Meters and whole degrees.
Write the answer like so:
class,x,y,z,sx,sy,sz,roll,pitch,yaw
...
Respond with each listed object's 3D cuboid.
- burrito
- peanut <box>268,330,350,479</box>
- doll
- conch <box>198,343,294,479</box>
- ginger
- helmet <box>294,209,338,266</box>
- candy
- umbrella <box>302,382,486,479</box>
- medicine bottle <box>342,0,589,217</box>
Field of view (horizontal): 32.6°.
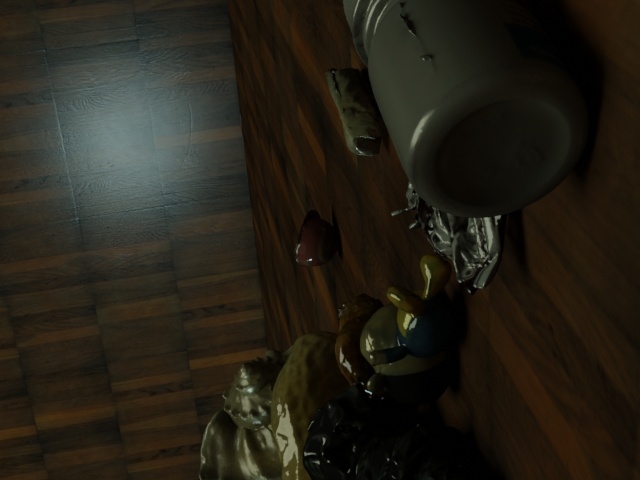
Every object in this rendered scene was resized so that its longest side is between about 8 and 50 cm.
class,x,y,z,sx,sy,sz,roll,pitch,yaw
burrito,0.035,-0.144,1.153,0.149,0.041,0.055,-106,-3,-45
peanut,0.006,0.278,1.487,0.149,0.149,0.313,106,157,-73
doll,0.076,0.082,0.954,0.089,0.102,0.179,30,142,27
conch,-0.043,0.318,1.639,0.324,0.263,0.186,52,166,-14
ginger,0.062,0.145,1.193,0.103,0.073,0.162,-78,-24,-71
helmet,0.001,-0.001,1.559,0.065,0.049,0.084,30,-108,-56
candy,0.092,-0.030,0.817,0.226,0.051,0.094,-115,21,-66
umbrella,0.072,0.201,1.009,0.154,0.128,0.336,60,163,6
medicine bottle,0.079,-0.102,0.627,0.105,0.105,0.168,89,169,-45
